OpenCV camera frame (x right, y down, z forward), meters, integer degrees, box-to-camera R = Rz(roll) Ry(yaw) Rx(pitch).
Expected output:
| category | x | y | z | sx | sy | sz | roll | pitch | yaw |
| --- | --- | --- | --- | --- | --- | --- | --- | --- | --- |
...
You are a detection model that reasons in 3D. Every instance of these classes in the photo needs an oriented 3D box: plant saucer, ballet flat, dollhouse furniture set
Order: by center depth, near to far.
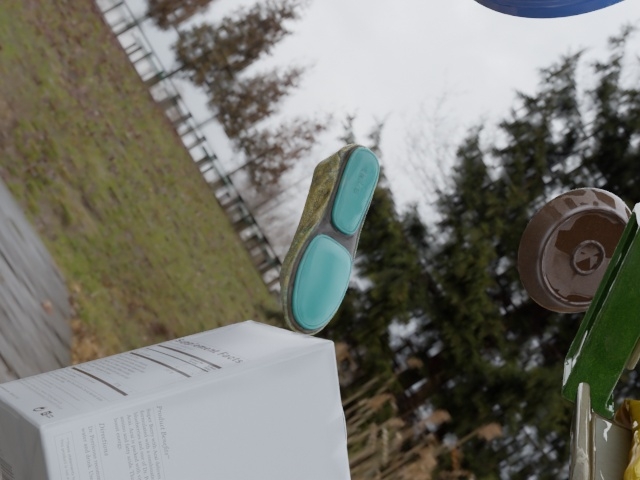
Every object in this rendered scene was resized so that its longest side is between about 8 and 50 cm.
| category | x | y | z | sx | sy | sz | roll | pitch | yaw |
| --- | --- | --- | --- | --- | --- | --- | --- | --- | --- |
| dollhouse furniture set | 0.279 | 0.104 | 0.648 | 0.197 | 0.151 | 0.301 | 24 | 18 | 9 |
| plant saucer | 0.333 | 0.018 | 1.228 | 0.168 | 0.168 | 0.029 | 61 | -4 | -21 |
| ballet flat | 0.000 | 0.000 | 1.570 | 0.123 | 0.348 | 0.123 | 16 | -24 | 8 |

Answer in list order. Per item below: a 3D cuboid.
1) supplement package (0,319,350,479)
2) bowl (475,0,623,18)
| category | x | y | z | sx | sy | sz | roll | pitch | yaw |
| --- | --- | --- | --- | --- | --- | --- | --- | --- | --- |
| supplement package | -0.140 | 0.201 | 0.935 | 0.175 | 0.293 | 0.177 | 6 | -75 | 57 |
| bowl | 0.330 | -0.455 | 1.272 | 0.391 | 0.391 | 0.077 | 53 | 3 | 38 |
